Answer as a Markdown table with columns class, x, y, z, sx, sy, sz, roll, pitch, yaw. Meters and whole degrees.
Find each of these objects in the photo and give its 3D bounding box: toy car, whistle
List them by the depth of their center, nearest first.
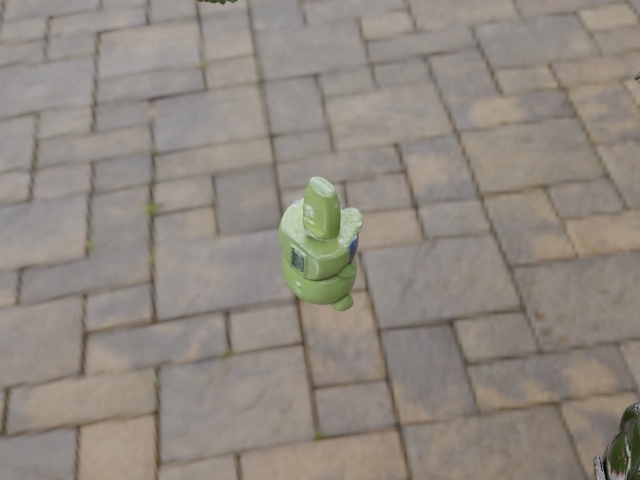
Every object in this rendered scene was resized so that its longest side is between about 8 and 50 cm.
| class | x | y | z | sx | sy | sz | roll | pitch | yaw |
| --- | --- | --- | --- | --- | --- | --- | --- | --- | --- |
| toy car | 0.222 | 0.171 | 1.059 | 0.055 | 0.142 | 0.069 | 0 | 49 | 1 |
| whistle | 0.000 | 0.000 | 1.675 | 0.105 | 0.227 | 0.085 | 39 | 63 | 21 |

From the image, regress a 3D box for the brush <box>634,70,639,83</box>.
| class | x | y | z | sx | sy | sz | roll | pitch | yaw |
| --- | --- | --- | --- | --- | --- | --- | --- | --- | --- |
| brush | 0.453 | -0.265 | 1.691 | 0.065 | 0.070 | 0.327 | 38 | 52 | 1 |

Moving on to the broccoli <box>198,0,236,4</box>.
| class | x | y | z | sx | sy | sz | roll | pitch | yaw |
| --- | --- | --- | --- | --- | --- | --- | --- | --- | --- |
| broccoli | -0.114 | -0.340 | 1.305 | 0.186 | 0.302 | 0.254 | -37 | 86 | -26 |
